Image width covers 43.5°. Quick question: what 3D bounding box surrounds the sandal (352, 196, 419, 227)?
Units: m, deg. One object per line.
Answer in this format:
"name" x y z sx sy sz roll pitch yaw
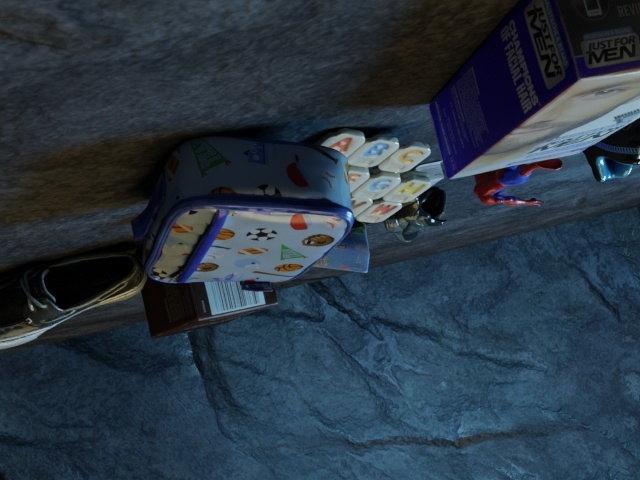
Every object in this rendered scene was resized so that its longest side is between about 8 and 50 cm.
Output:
"sandal" 0.066 -0.071 1.342 0.219 0.060 0.090 -10 141 35

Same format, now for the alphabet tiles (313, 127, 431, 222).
"alphabet tiles" 0.014 -0.071 1.137 0.284 0.021 0.278 5 153 -34

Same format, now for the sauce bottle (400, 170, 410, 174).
"sauce bottle" 0.104 -0.090 1.372 0.042 0.042 0.128 -10 169 -33

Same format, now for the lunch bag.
"lunch bag" -0.107 -0.022 1.016 0.243 0.115 0.303 1 159 -21

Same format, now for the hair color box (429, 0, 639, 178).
"hair color box" 0.259 -0.167 0.845 0.185 0.110 0.339 -12 171 -11

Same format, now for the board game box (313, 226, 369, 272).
"board game box" 0.000 0.000 1.374 0.160 0.039 0.211 7 -164 -1

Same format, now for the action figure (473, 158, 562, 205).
"action figure" 0.369 -0.124 1.430 0.139 0.091 0.280 -3 170 -16

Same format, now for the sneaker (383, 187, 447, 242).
"sneaker" 0.215 -0.052 1.699 0.130 0.087 0.227 -10 169 16

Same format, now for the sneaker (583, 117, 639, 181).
"sneaker" 0.405 -0.171 0.969 0.125 0.140 0.341 -12 171 -3

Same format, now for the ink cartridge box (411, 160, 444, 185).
"ink cartridge box" 0.183 -0.112 1.409 0.048 0.028 0.083 -13 172 -15

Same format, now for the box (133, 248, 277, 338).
"box" -0.213 0.069 1.460 0.168 0.167 0.203 -10 171 -38

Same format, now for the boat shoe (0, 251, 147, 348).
"boat shoe" -0.467 0.084 1.374 0.335 0.121 0.119 -22 165 -14
